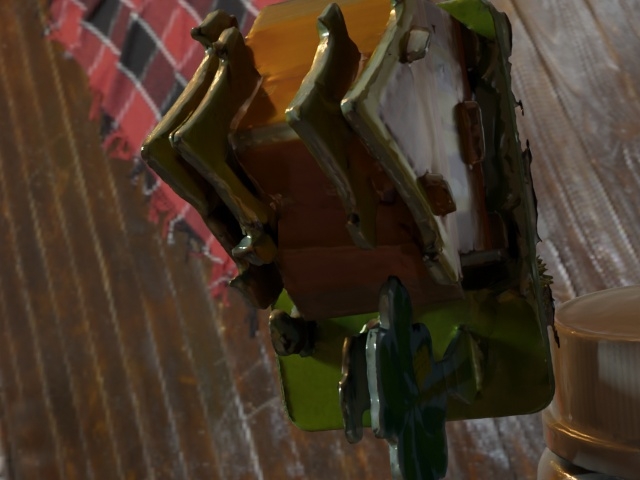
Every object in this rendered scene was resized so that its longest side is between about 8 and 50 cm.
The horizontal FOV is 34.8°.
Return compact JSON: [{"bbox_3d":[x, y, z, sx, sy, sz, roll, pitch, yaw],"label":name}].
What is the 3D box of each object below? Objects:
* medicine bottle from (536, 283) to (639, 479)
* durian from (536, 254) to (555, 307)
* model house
[{"bbox_3d":[0.303,0.201,0.841,0.245,0.245,0.306,2,103,43],"label":"medicine bottle"},{"bbox_3d":[0.181,0.064,1.032,0.137,0.096,0.220,-95,9,-47],"label":"durian"},{"bbox_3d":[0.000,0.000,0.697,0.243,0.313,0.357,-7,89,25],"label":"model house"}]
